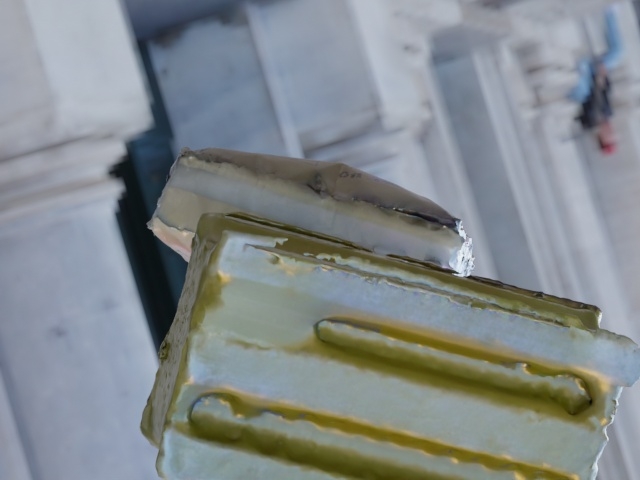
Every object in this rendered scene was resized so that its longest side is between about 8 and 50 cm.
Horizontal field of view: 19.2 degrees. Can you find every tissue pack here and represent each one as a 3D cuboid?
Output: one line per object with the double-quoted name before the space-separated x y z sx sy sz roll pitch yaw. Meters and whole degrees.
"tissue pack" 0.000 0.000 1.614 0.257 0.123 0.215 19 173 9

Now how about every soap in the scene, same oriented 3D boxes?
"soap" 0.035 0.077 0.971 0.233 0.135 0.076 15 -173 -11
